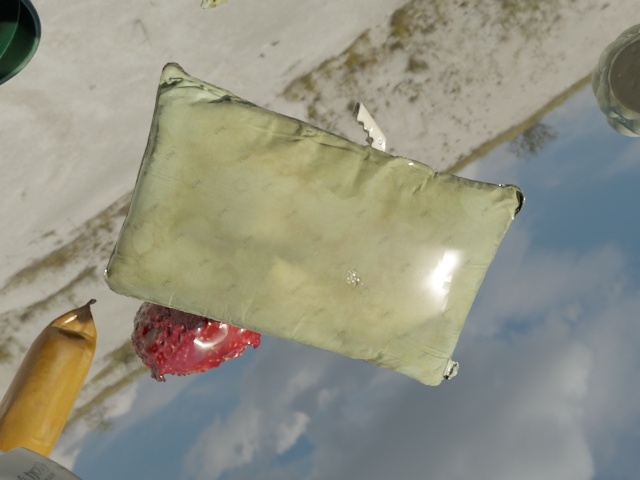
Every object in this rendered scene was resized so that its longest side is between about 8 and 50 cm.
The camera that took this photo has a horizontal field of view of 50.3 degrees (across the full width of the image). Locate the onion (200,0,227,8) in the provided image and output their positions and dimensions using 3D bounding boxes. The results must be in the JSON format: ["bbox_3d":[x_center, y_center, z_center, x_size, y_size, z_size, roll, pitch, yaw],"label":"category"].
[{"bbox_3d":[-0.022,-0.148,0.270,0.140,0.150,0.150,-50,-174,33],"label":"onion"}]

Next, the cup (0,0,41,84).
[{"bbox_3d":[-0.658,-0.407,0.990,0.401,0.392,0.310,-22,166,-5],"label":"cup"}]

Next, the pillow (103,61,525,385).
[{"bbox_3d":[0.000,0.000,0.535,0.075,0.302,0.185,-106,-145,-71],"label":"pillow"}]

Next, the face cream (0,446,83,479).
[{"bbox_3d":[-0.217,0.207,0.474,0.117,0.104,0.117,18,90,-85],"label":"face cream"}]

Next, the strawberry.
[{"bbox_3d":[-0.252,0.148,1.365,0.274,0.220,0.274,-4,-167,1],"label":"strawberry"}]

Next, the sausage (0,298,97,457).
[{"bbox_3d":[-0.467,0.244,1.170,0.112,0.112,0.328,-24,-141,45],"label":"sausage"}]

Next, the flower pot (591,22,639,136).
[{"bbox_3d":[0.679,-0.324,1.380,0.246,0.246,0.195,-31,170,26],"label":"flower pot"}]

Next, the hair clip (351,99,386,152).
[{"bbox_3d":[0.090,-0.109,1.048,0.072,0.226,0.034,-12,-152,-10],"label":"hair clip"}]
